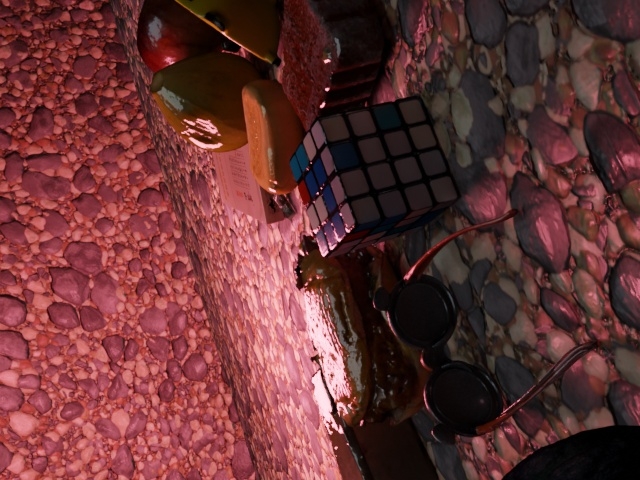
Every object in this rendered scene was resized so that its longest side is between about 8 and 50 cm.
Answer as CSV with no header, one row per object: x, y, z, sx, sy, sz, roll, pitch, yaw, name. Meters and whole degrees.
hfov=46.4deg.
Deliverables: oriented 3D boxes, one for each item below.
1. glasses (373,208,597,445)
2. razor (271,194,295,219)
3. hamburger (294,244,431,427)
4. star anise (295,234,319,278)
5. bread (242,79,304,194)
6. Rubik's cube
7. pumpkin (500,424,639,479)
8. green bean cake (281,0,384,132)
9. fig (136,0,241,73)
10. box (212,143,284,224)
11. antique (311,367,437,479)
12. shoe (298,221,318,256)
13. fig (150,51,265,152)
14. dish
0.178,0.102,0.896,0.268,0.118,0.234,111,140,-60,glasses
-0.080,-0.146,1.540,0.084,0.035,0.211,54,154,40,razor
0.074,0.152,1.167,0.245,0.155,0.282,44,141,50,hamburger
0.016,0.071,1.330,0.195,0.065,0.182,3,123,49,star anise
-0.083,-0.197,1.408,0.147,0.098,0.217,43,142,48,bread
0.067,-0.083,0.999,0.154,0.155,0.151,70,159,10,Rubik's cube
0.277,0.331,0.583,0.363,0.266,0.363,56,158,38,pumpkin
0.008,-0.282,1.090,0.199,0.097,0.233,63,158,24,green bean cake
-0.293,-0.463,1.624,0.235,0.214,0.235,-32,52,52,fig
-0.186,-0.166,1.792,0.365,0.051,0.205,-154,52,-65,box
0.083,0.330,1.327,0.150,0.125,0.284,123,128,-64,antique
0.002,-0.003,1.377,0.069,0.072,0.109,31,158,3,shoe
-0.225,-0.281,1.536,0.207,0.230,0.207,52,151,44,fig
-0.158,-0.432,1.360,0.108,0.221,0.262,-56,41,12,dish
